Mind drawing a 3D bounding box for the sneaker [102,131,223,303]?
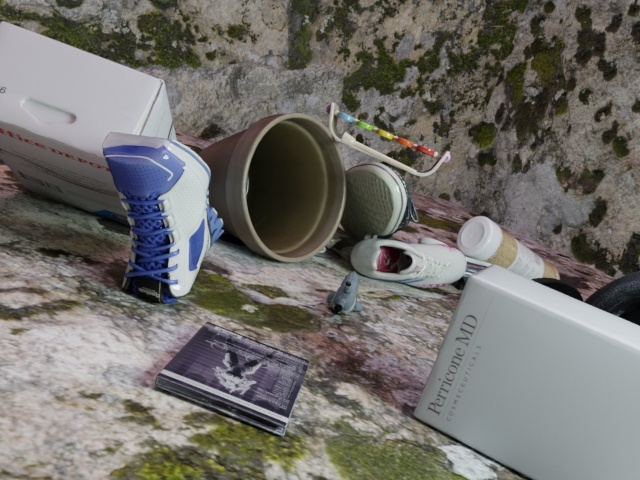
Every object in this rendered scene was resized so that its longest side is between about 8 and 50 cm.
[{"bbox_3d":[-0.236,-0.008,1.063,0.127,0.182,0.315,7,-27,11],"label":"sneaker"}]

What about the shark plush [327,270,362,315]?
[{"bbox_3d":[0.040,0.103,1.343,0.073,0.067,0.161,24,13,18],"label":"shark plush"}]

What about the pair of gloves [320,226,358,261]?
[{"bbox_3d":[0.000,0.000,1.801,0.240,0.042,0.204,8,20,-35],"label":"pair of gloves"}]

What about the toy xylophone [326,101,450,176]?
[{"bbox_3d":[0.154,-0.229,1.658,0.322,0.081,0.236,22,9,-4],"label":"toy xylophone"}]

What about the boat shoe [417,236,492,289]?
[{"bbox_3d":[0.390,0.091,1.900,0.302,0.091,0.114,22,-14,8],"label":"boat shoe"}]

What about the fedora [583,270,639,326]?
[{"bbox_3d":[0.543,0.201,1.077,0.334,0.334,0.152,25,17,23],"label":"fedora"}]

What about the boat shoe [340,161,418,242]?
[{"bbox_3d":[0.151,-0.097,1.752,0.187,0.156,0.500,56,-9,9],"label":"boat shoe"}]

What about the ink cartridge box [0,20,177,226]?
[{"bbox_3d":[-0.418,-0.178,1.257,0.285,0.166,0.395,19,-16,-1],"label":"ink cartridge box"}]

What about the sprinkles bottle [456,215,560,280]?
[{"bbox_3d":[0.542,0.056,2.006,0.355,0.121,0.121,30,5,-34],"label":"sprinkles bottle"}]

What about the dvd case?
[{"bbox_3d":[-0.106,0.174,0.924,0.164,0.018,0.221,21,11,2],"label":"dvd case"}]

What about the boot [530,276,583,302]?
[{"bbox_3d":[0.538,0.182,1.604,0.348,0.131,0.260,1,13,-27],"label":"boot"}]

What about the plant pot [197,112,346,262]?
[{"bbox_3d":[-0.145,-0.124,1.608,0.280,0.323,0.323,7,0,43],"label":"plant pot"}]

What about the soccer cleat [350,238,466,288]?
[{"bbox_3d":[0.234,0.062,1.700,0.331,0.116,0.143,5,2,-23],"label":"soccer cleat"}]

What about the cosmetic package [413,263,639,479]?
[{"bbox_3d":[0.387,0.228,0.953,0.453,0.230,0.161,24,13,22],"label":"cosmetic package"}]
